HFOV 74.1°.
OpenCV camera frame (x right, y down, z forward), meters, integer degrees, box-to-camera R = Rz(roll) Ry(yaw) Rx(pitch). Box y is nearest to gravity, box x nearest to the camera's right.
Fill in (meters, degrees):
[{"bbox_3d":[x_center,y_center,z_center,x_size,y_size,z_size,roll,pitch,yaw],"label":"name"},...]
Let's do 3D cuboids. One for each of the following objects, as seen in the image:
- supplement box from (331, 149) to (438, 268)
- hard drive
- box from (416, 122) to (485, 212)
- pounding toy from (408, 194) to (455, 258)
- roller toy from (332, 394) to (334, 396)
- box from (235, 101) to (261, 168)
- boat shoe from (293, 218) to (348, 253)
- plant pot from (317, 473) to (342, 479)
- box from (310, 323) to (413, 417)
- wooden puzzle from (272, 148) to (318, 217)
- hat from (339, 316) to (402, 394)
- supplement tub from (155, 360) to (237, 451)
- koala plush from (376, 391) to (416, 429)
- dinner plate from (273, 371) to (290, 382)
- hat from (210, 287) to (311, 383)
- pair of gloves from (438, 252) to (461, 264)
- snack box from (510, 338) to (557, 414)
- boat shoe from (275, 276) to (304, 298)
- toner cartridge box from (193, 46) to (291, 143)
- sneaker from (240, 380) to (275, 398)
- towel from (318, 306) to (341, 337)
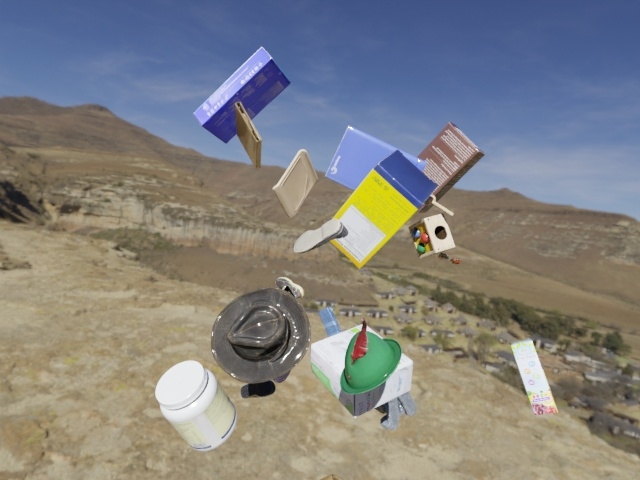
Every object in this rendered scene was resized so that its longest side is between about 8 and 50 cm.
[{"bbox_3d":[0.200,-0.106,1.479,0.194,0.356,0.195,44,38,5],"label":"supplement box"},{"bbox_3d":[0.204,-0.265,1.588,0.319,0.210,0.040,27,13,4],"label":"hard drive"},{"bbox_3d":[0.529,-0.319,1.925,0.191,0.381,0.143,53,28,19],"label":"box"},{"bbox_3d":[0.385,-0.055,1.493,0.094,0.206,0.181,-15,-8,-17],"label":"pounding toy"},{"bbox_3d":[0.140,0.652,1.985,0.209,0.191,0.146,25,40,-6],"label":"roller toy"},{"bbox_3d":[-0.255,-0.366,1.500,0.021,0.164,0.201,-27,-11,-16],"label":"box"},{"bbox_3d":[0.000,0.000,1.351,0.206,0.075,0.065,-28,-44,36],"label":"boat shoe"},{"bbox_3d":[-0.022,0.756,1.115,0.237,0.254,0.237,45,-4,4],"label":"plant pot"},{"bbox_3d":[0.129,0.415,1.399,0.231,0.126,0.262,-15,26,-29],"label":"box"},{"bbox_3d":[-0.111,-0.250,1.876,0.044,0.238,0.221,22,-23,29],"label":"wooden puzzle"},{"bbox_3d":[0.080,0.237,1.013,0.208,0.183,0.173,-31,17,27],"label":"hat"},{"bbox_3d":[-0.502,0.672,1.730,0.235,0.325,0.235,-13,34,9],"label":"supplement tub"},{"bbox_3d":[0.300,0.748,2.008,0.196,0.203,0.221,-18,1,-35],"label":"koala plush"},{"bbox_3d":[-0.150,0.467,1.605,0.017,0.141,0.141,1,1,31],"label":"dinner plate"},{"bbox_3d":[-0.201,0.289,1.337,0.331,0.331,0.134,8,-18,8],"label":"hat"},{"bbox_3d":[0.483,0.069,1.585,0.083,0.010,0.074,25,-11,8],"label":"pair of gloves"},{"bbox_3d":[0.659,0.417,1.320,0.070,0.207,0.174,-18,-18,20],"label":"snack box"},{"bbox_3d":[-0.126,0.179,1.597,0.152,0.056,0.049,16,26,42],"label":"boat shoe"},{"bbox_3d":[-0.289,-0.531,1.580,0.075,0.348,0.165,53,9,21],"label":"toner cartridge box"},{"bbox_3d":[-0.282,0.707,2.030,0.235,0.084,0.097,-21,-27,37],"label":"sneaker"},{"bbox_3d":[0.039,0.329,1.702,0.067,0.119,0.029,-30,-10,37],"label":"towel"}]
